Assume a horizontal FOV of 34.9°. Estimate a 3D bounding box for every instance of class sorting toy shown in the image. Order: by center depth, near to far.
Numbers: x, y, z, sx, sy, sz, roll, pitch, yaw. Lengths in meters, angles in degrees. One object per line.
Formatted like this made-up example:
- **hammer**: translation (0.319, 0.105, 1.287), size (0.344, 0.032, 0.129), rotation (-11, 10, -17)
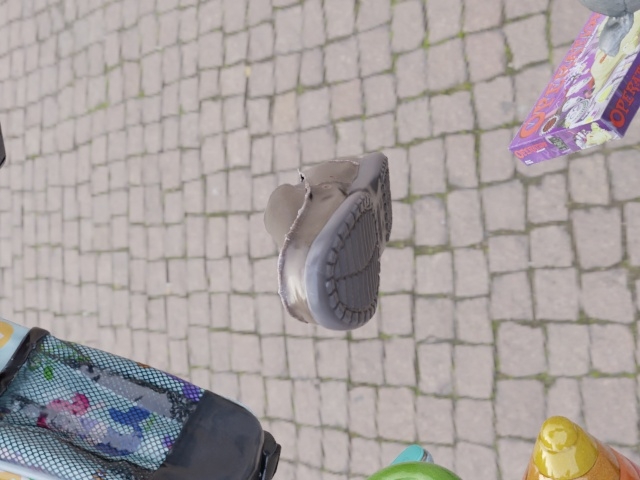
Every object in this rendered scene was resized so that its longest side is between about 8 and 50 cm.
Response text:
- **sorting toy**: translation (0.080, 0.202, 0.828), size (0.365, 0.126, 0.127), rotation (-11, 40, 17)

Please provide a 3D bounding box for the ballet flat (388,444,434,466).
- **ballet flat**: translation (0.068, 0.325, 1.216), size (0.070, 0.188, 0.070), rotation (51, 168, 16)

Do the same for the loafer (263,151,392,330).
- **loafer**: translation (0.000, 0.000, 1.115), size (0.130, 0.366, 0.134), rotation (-3, 106, 11)

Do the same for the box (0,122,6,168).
- **box**: translation (-0.379, -0.130, 0.435), size (0.395, 0.212, 0.294), rotation (10, 129, 8)

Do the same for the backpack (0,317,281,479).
- **backpack**: translation (-0.178, 0.158, 0.554), size (0.253, 0.191, 0.225), rotation (22, 127, 13)

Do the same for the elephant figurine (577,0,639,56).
- **elephant figurine**: translation (0.261, -0.298, 0.892), size (0.169, 0.239, 0.186), rotation (-44, 84, 10)

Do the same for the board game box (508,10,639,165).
- **board game box**: translation (0.407, -0.263, 1.392), size (0.347, 0.056, 0.208), rotation (-56, 11, -19)
